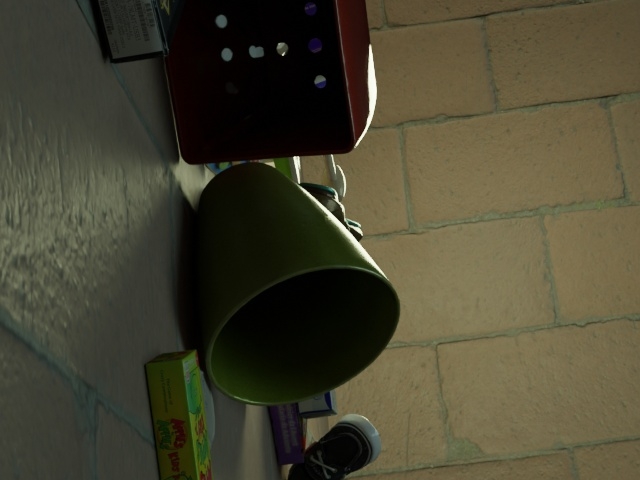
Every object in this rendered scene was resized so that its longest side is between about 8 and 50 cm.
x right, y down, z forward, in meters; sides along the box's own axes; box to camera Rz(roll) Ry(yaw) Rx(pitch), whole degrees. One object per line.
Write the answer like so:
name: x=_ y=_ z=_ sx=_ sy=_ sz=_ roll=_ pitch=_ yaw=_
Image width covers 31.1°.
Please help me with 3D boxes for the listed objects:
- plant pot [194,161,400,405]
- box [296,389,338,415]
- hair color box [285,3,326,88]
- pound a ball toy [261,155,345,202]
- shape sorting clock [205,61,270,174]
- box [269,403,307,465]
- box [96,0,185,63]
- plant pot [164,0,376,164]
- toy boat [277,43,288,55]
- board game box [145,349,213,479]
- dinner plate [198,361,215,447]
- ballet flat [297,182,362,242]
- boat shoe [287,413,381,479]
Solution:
plant pot: x=-0.070 y=0.034 z=1.627 sx=0.275 sy=0.274 sz=0.293 roll=79 pitch=-12 yaw=-48
box: x=-0.011 y=0.288 z=2.308 sx=0.137 sy=0.072 sz=0.126 roll=68 pitch=14 yaw=-75
hair color box: x=-0.049 y=-0.448 z=2.012 sx=0.185 sy=0.110 sz=0.339 roll=77 pitch=-9 yaw=-77
pound a ball toy: x=-0.075 y=-0.214 z=2.161 sx=0.319 sy=0.208 sz=0.136 roll=78 pitch=6 yaw=-45
shape sorting clock: x=-0.114 y=-0.193 z=1.852 sx=0.040 sy=0.206 sz=0.206 roll=33 pitch=-29 yaw=33
box: x=-0.068 y=0.311 z=2.409 sx=0.293 sy=0.057 sz=0.201 roll=-87 pitch=168 yaw=-71
box: x=-0.219 y=-0.383 z=1.298 sx=0.295 sy=0.073 sz=0.293 roll=-92 pitch=174 yaw=-65
plant pot: x=-0.051 y=-0.269 z=1.655 sx=0.236 sy=0.267 sz=0.267 roll=-35 pitch=120 yaw=-64
toy boat: x=-0.159 y=-0.376 z=1.866 sx=0.151 sy=0.151 sz=0.231 roll=-6 pitch=-72 yaw=53
board game box: x=-0.154 y=0.219 z=1.282 sx=0.092 sy=0.043 sz=0.181 roll=-27 pitch=109 yaw=-87
dinner plate: x=-0.155 y=0.219 z=1.507 sx=0.141 sy=0.017 sz=0.141 roll=-9 pitch=90 yaw=-87
ballet flat: x=0.000 y=0.000 z=1.903 sx=0.342 sy=0.116 sz=0.124 roll=61 pitch=41 yaw=-79
boat shoe: x=0.018 y=0.445 z=2.337 sx=0.108 sy=0.102 sz=0.301 roll=53 pitch=-37 yaw=3
